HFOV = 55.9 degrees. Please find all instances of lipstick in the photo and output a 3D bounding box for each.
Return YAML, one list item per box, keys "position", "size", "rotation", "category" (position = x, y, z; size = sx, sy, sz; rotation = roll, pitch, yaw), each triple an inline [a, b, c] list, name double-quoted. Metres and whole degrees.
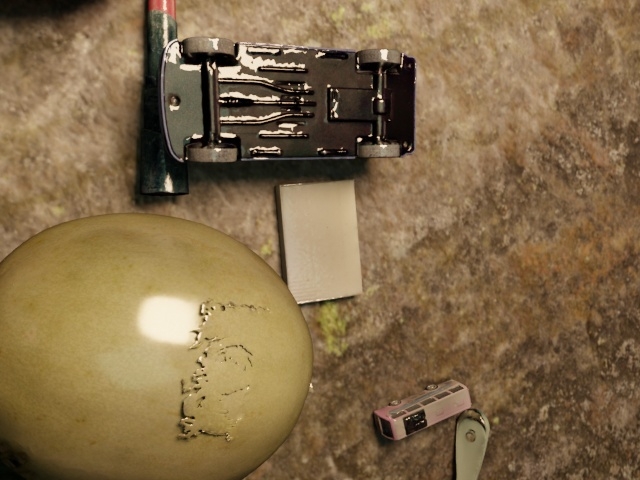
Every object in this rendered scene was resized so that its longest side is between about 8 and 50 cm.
- position: [-0.178, -0.167, 0.669]
  size: [0.053, 0.053, 0.234]
  rotation: [-3, 90, -22]
  category: "lipstick"

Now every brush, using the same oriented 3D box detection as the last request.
- position: [0.211, 0.386, 0.851]
  size: [0.060, 0.068, 0.297]
  rotation: [11, 86, -42]
  category: "brush"

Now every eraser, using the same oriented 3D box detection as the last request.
- position: [0.000, 0.000, 0.760]
  size: [0.103, 0.023, 0.151]
  rotation: [-6, 96, -21]
  category: "eraser"

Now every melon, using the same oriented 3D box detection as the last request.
- position: [-0.152, 0.112, 0.575]
  size: [0.330, 0.268, 0.269]
  rotation: [21, 85, -29]
  category: "melon"

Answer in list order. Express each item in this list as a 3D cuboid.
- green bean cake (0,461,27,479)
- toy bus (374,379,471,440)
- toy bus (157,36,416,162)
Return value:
- position: [-0.297, 0.314, 0.560]
  size: [0.107, 0.208, 0.194]
  rotation: [23, 82, -19]
  category: "green bean cake"
- position: [0.139, 0.228, 0.813]
  size: [0.130, 0.052, 0.037]
  rotation: [-16, 100, -21]
  category: "toy bus"
- position: [-0.039, -0.152, 0.679]
  size: [0.292, 0.133, 0.126]
  rotation: [-5, 100, -24]
  category: "toy bus"
